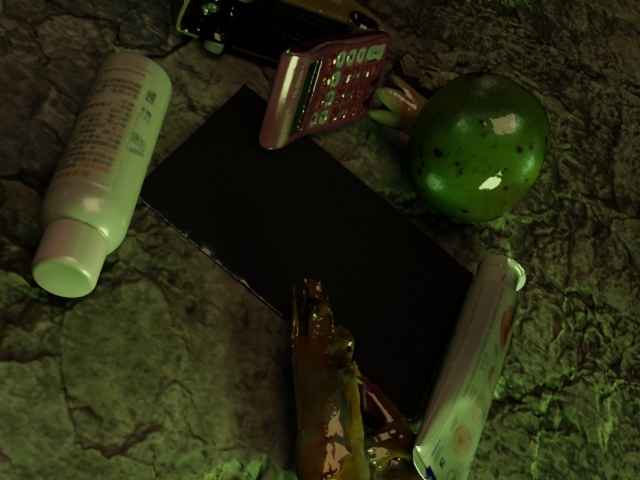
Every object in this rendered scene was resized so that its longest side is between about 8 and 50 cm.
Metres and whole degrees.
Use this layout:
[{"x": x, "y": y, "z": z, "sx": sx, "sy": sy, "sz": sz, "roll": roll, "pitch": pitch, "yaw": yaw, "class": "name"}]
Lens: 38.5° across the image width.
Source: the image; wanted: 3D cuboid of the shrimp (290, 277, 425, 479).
[{"x": 0.037, "y": 0.166, "z": 0.873, "sx": 0.152, "sy": 0.063, "sz": 0.287, "roll": 11, "pitch": 56, "yaw": -32, "class": "shrimp"}]

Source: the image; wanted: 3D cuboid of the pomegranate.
[{"x": 0.163, "y": -0.126, "z": 1.113, "sx": 0.225, "sy": 0.187, "sz": 0.187, "roll": 30, "pitch": 42, "yaw": 16, "class": "pomegranate"}]

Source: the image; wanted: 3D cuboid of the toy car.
[{"x": -0.049, "y": -0.279, "z": 1.119, "sx": 0.257, "sy": 0.101, "sz": 0.124, "roll": 12, "pitch": 44, "yaw": -27, "class": "toy car"}]

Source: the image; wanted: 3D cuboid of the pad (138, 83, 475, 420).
[{"x": 0.000, "y": 0.000, "z": 1.013, "sx": 0.368, "sy": 0.007, "sz": 0.247, "roll": 39, "pitch": 45, "yaw": -4, "class": "pad"}]

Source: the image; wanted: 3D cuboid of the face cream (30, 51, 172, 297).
[{"x": -0.206, "y": -0.065, "z": 0.861, "sx": 0.082, "sy": 0.082, "sz": 0.269, "roll": 25, "pitch": 48, "yaw": -19, "class": "face cream"}]

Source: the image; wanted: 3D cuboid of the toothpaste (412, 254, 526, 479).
[{"x": 0.161, "y": 0.139, "z": 0.979, "sx": 0.100, "sy": 0.066, "sz": 0.323, "roll": 62, "pitch": 36, "yaw": -28, "class": "toothpaste"}]

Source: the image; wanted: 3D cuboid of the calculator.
[{"x": 0.005, "y": -0.178, "z": 1.062, "sx": 0.034, "sy": 0.126, "sz": 0.191, "roll": 35, "pitch": 37, "yaw": 26, "class": "calculator"}]

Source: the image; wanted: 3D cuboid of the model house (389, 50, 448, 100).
[{"x": 0.125, "y": -0.225, "z": 1.235, "sx": 0.083, "sy": 0.057, "sz": 0.058, "roll": 4, "pitch": 61, "yaw": -31, "class": "model house"}]
